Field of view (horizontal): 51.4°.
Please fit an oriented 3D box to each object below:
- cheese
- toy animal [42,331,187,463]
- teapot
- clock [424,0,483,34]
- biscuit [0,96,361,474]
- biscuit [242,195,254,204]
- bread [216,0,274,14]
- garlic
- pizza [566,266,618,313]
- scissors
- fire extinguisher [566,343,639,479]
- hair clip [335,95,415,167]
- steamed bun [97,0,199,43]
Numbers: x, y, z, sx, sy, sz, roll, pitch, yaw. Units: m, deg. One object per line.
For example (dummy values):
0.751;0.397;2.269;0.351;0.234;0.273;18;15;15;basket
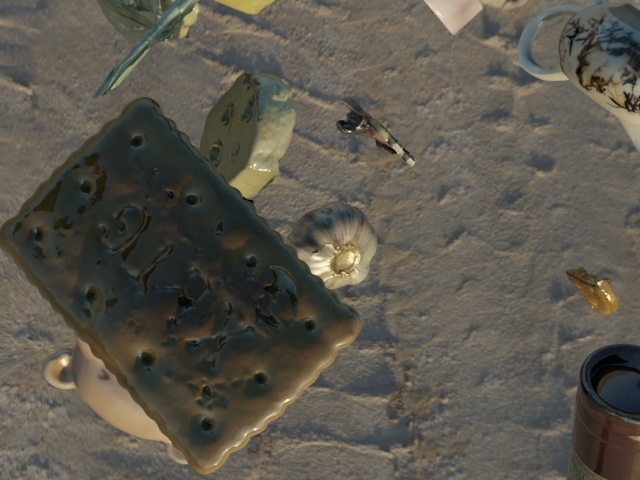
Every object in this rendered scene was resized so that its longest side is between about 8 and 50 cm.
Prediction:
-0.186;-0.262;1.635;0.115;0.326;0.318;11;106;-36;cheese
-0.231;0.113;0.870;0.345;0.277;0.247;45;57;4;toy animal
0.380;-0.212;0.847;0.208;0.300;0.166;-8;128;-36;teapot
0.189;-0.448;1.132;0.068;0.197;0.197;-40;100;20;clock
-0.140;0.037;0.632;0.217;0.044;0.325;-43;81;-2;biscuit
-0.327;-0.020;1.301;0.407;0.407;0.091;-10;106;-24;biscuit
-0.119;-0.555;1.032;0.404;0.242;0.346;31;71;6;bread
0.000;0.000;1.660;0.245;0.253;0.245;-16;122;-27;garlic
0.592;0.103;1.443;0.041;0.131;0.178;-42;133;1;pizza
-0.126;-0.298;0.755;0.383;0.256;0.029;-42;110;17;scissors
0.245;0.193;0.532;0.071;0.099;0.231;-26;129;-19;fire extinguisher
0.105;-0.196;1.236;0.187;0.146;0.056;21;111;-45;hair clip
-0.363;-0.586;1.422;0.275;0.206;0.320;28;95;22;steamed bun
